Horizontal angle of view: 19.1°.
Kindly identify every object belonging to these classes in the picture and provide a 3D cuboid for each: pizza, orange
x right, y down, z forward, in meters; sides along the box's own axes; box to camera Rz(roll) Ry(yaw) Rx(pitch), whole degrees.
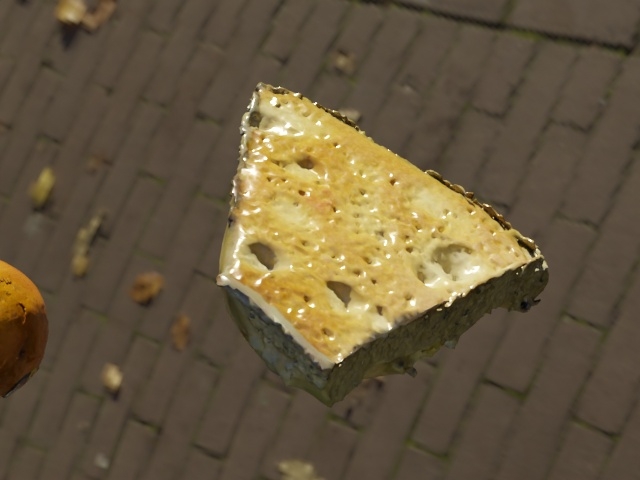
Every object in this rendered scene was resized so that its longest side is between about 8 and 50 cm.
[{"bbox_3d":[-0.001,0.007,1.067,0.204,0.188,0.080,40,136,20],"label":"pizza"},{"bbox_3d":[-0.193,0.049,1.061,0.083,0.083,0.083,-14,64,32],"label":"orange"}]
